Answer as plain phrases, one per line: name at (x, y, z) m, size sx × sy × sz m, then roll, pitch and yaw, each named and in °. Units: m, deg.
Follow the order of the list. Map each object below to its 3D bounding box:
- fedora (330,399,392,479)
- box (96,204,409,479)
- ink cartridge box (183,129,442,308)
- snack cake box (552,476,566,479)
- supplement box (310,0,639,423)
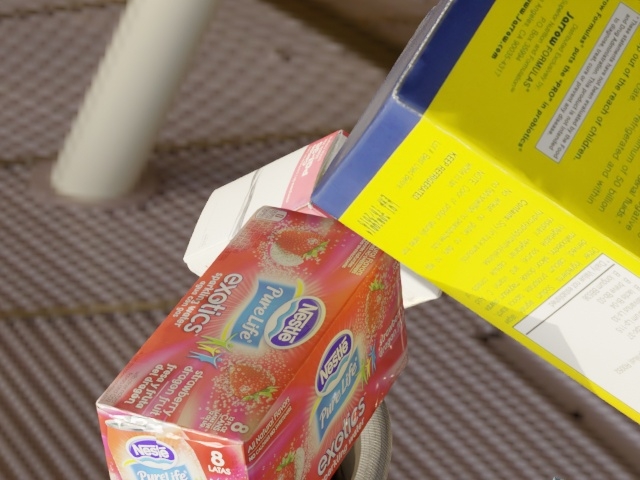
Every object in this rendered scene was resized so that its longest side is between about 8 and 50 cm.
fedora at (-0.037, 0.266, 2.129) m, size 0.243 × 0.124 × 0.275 m, roll 3°, pitch -125°, yaw 14°
box at (-0.042, 0.102, 1.404) m, size 0.122 × 0.128 × 0.257 m, roll 11°, pitch -141°, yaw 24°
ink cartridge box at (0.000, 0.000, 2.316) m, size 0.207 × 0.283 × 0.117 m, roll 34°, pitch -120°, yaw -24°
snack cake box at (0.260, 0.370, 2.025) m, size 0.089 × 0.152 × 0.264 m, roll 18°, pitch -166°, yaw 3°
supplement box at (0.208, -0.033, 1.362) m, size 0.356 × 0.194 × 0.195 m, roll 34°, pitch -117°, yaw -3°
